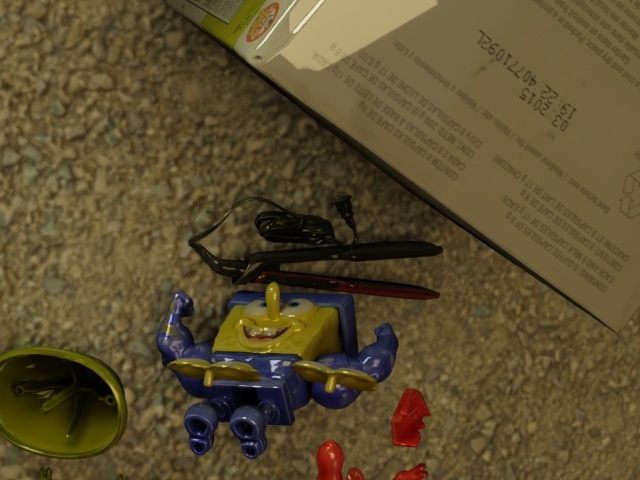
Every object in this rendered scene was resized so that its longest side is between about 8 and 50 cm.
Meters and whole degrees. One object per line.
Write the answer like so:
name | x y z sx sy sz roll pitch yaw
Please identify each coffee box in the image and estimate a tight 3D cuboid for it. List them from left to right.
coffee box | 0.137 -0.195 0.975 0.337 0.334 0.338 36 93 -23

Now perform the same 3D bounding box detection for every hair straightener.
hair straightener | 0.000 0.000 1.130 0.230 0.047 0.089 6 93 -17

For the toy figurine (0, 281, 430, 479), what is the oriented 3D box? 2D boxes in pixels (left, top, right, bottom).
toy figurine | -0.062 0.124 1.073 0.362 0.217 0.191 -1 117 21
